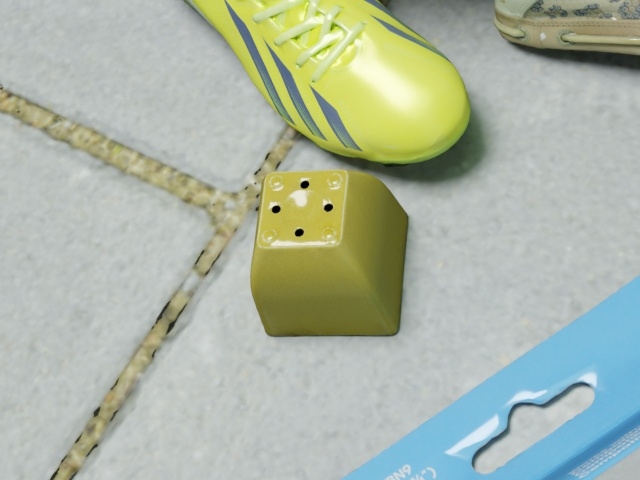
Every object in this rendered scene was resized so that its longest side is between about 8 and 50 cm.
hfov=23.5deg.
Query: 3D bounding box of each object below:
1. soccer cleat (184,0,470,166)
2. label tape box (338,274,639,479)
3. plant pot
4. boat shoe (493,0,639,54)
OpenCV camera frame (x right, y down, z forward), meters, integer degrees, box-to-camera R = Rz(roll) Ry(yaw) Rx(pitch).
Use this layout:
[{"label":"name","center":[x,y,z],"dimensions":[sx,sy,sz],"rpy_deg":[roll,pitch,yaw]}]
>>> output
[{"label":"soccer cleat","center":[-0.025,-0.149,0.936],"dimensions":[0.093,0.121,0.289],"rpy_deg":[-41,60,-7]},{"label":"label tape box","center":[0.166,0.168,0.724],"dimensions":[0.240,0.106,0.334],"rpy_deg":[-34,59,-4]},{"label":"plant pot","center":[0.000,0.000,0.872],"dimensions":[0.081,0.083,0.081],"rpy_deg":[-1,62,15]},{"label":"boat shoe","center":[0.240,-0.144,0.892],"dimensions":[0.285,0.089,0.104],"rpy_deg":[13,41,19]}]
